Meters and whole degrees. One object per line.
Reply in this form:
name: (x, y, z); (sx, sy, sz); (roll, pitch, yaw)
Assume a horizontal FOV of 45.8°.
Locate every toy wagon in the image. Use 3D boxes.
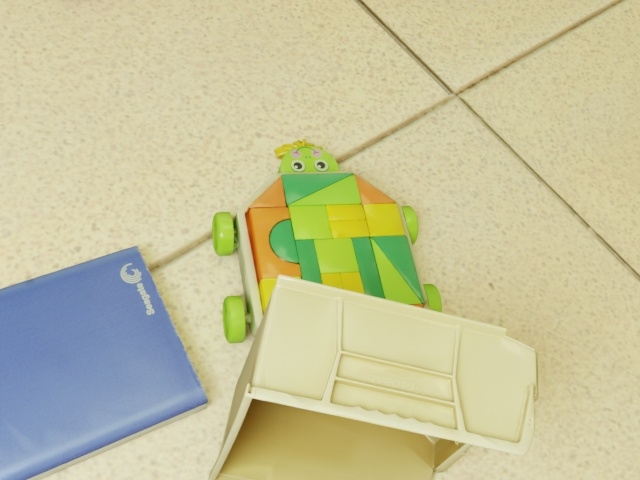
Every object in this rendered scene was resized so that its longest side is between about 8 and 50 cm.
toy wagon: (0.000, 0.000, 0.963); (0.268, 0.068, 0.344); (-3, 61, -17)

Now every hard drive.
hard drive: (-0.310, 0.145, 0.807); (0.319, 0.040, 0.210); (-19, 66, -24)

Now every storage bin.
storage bin: (0.043, 0.174, 0.755); (0.261, 0.262, 0.123); (14, 55, -7)
